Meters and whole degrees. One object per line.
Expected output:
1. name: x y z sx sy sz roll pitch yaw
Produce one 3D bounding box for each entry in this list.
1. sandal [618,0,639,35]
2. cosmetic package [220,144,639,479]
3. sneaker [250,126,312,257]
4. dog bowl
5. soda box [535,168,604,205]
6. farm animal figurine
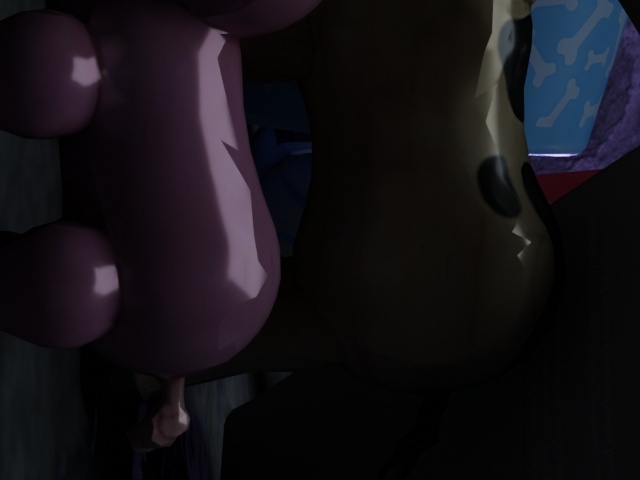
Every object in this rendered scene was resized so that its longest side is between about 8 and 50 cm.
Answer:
1. sandal: 0.053 -0.157 0.514 0.120 0.086 0.302 97 -24 -45
2. cosmetic package: 0.065 0.076 0.491 0.238 0.107 0.127 -38 -139 51
3. sneaker: 0.000 0.000 0.733 0.237 0.085 0.086 -94 -152 -83
4. dog bowl: 0.031 -0.080 0.677 0.297 0.166 0.074 -56 153 -83
5. soda box: 0.130 0.019 1.056 0.083 0.263 0.092 78 9 -50
6. farm animal figurine: 0.012 -0.137 0.356 0.330 0.172 0.326 77 9 -60
